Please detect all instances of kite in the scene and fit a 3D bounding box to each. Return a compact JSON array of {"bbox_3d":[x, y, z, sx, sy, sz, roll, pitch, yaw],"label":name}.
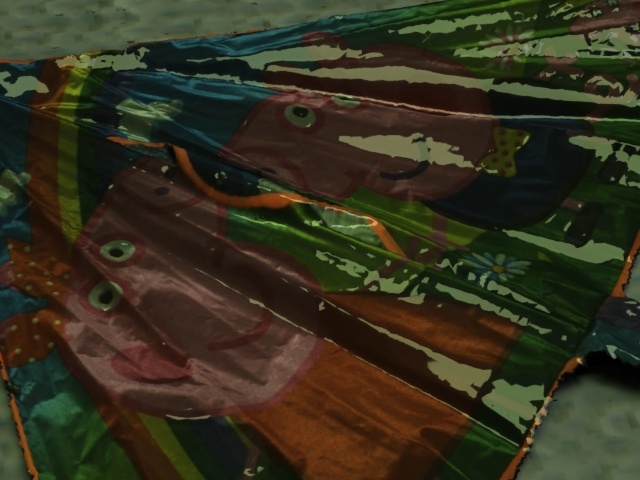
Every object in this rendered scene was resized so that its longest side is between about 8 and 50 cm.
[{"bbox_3d":[0.000,0.000,0.399,0.234,0.016,0.321,22,47,17],"label":"kite"}]
